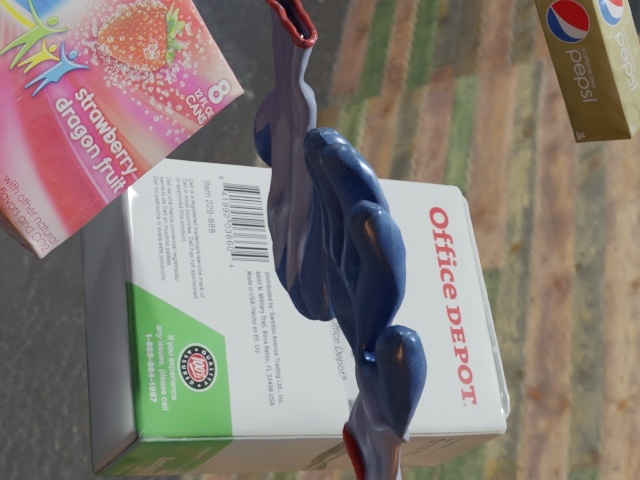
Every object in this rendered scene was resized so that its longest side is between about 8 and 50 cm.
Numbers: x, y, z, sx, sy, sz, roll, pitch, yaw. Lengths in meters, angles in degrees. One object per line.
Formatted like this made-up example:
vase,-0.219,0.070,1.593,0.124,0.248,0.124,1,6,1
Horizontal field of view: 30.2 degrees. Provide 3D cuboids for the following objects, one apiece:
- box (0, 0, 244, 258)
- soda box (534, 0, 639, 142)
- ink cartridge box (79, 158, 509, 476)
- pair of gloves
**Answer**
box,-0.189,-0.159,0.599,0.154,0.142,0.300,-41,127,-17
soda box,0.239,-0.179,1.047,0.061,0.058,0.181,-41,118,-40
ink cartridge box,-0.023,0.064,0.898,0.289,0.121,0.211,4,64,-26
pair of gloves,0.000,0.000,0.455,0.198,0.023,0.159,-114,-165,-47
